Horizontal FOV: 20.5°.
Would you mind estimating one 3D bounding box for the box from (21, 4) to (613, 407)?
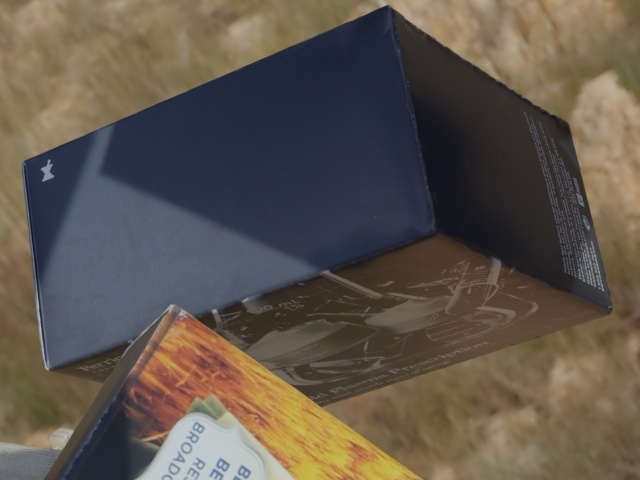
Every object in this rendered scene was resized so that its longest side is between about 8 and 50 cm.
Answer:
[{"bbox_3d":[0.000,0.000,1.391,0.343,0.312,0.179,-21,67,27],"label":"box"}]

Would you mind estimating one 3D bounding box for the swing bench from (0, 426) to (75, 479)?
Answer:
[{"bbox_3d":[-0.135,0.194,1.050,0.253,0.255,0.165,2,81,38],"label":"swing bench"}]

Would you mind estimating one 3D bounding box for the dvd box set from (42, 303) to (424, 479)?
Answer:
[{"bbox_3d":[0.033,0.262,0.678,0.307,0.420,0.062,-59,10,-34],"label":"dvd box set"}]
